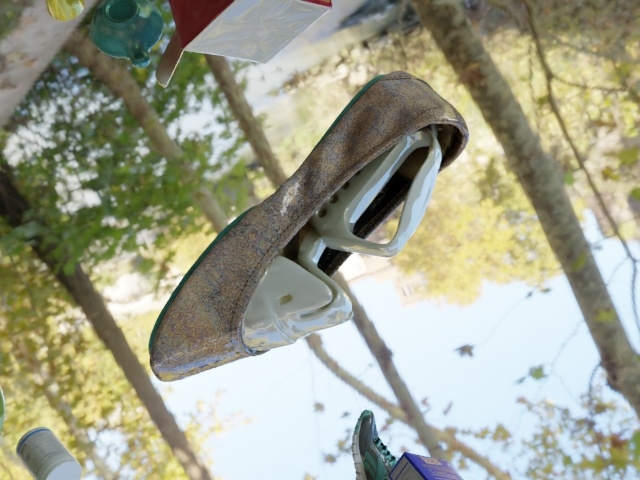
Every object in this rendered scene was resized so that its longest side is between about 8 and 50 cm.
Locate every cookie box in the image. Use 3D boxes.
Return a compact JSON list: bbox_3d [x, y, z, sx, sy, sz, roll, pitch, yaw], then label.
[{"bbox_3d":[0.141,0.294,1.010,0.092,0.107,0.040,24,105,-44],"label":"cookie box"}]

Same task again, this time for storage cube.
[{"bbox_3d":[-0.124,-0.424,1.438,0.183,0.193,0.215,0,159,-45],"label":"storage cube"}]

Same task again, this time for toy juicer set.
[{"bbox_3d":[-0.329,-0.419,1.629,0.209,0.329,0.089,-49,163,-17],"label":"toy juicer set"}]

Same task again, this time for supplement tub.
[{"bbox_3d":[-0.447,0.362,1.464,0.071,0.071,0.107,-25,-138,-33],"label":"supplement tub"}]

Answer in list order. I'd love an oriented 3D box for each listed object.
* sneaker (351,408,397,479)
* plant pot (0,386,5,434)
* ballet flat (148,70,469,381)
[{"bbox_3d":[0.087,0.323,1.292,0.076,0.166,0.065,-2,-165,15],"label":"sneaker"},{"bbox_3d":[-0.546,0.303,1.162,0.276,0.276,0.254,-24,-150,-13],"label":"plant pot"},{"bbox_3d":[0.000,0.000,0.676,0.316,0.106,0.107,-51,150,-9],"label":"ballet flat"}]
